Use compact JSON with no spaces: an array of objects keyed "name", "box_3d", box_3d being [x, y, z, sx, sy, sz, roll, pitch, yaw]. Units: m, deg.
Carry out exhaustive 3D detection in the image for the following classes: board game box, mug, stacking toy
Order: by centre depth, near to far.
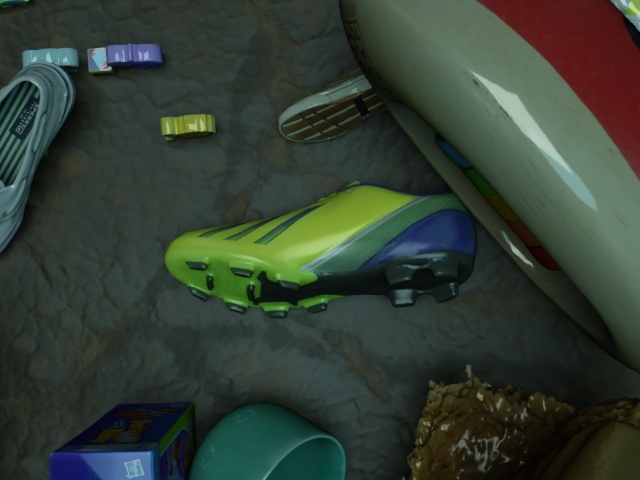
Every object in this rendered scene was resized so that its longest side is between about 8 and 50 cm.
[{"name":"board game box","box_3d":[-0.153,0.327,0.791,0.078,0.233,0.347,-2,89,0]},{"name":"mug","box_3d":[-0.059,0.224,0.847,0.097,0.129,0.157,25,98,37]},{"name":"stacking toy","box_3d":[-0.217,-0.171,0.890,0.221,0.052,0.167,-6,89,0]}]

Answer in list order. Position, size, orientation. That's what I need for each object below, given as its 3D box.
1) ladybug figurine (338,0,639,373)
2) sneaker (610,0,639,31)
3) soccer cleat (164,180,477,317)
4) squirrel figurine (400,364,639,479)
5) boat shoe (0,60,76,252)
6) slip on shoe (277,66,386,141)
[{"name":"ladybug figurine","box_3d":[0.192,-0.078,0.751,0.162,0.305,0.449,-42,109,2]},{"name":"sneaker","box_3d":[0.321,-0.167,0.800,0.126,0.091,0.240,-43,101,-8]},{"name":"soccer cleat","box_3d":[0.001,0.001,0.884,0.289,0.093,0.121,-2,59,4]},{"name":"squirrel figurine","box_3d":[0.135,0.280,0.738,0.370,0.397,0.281,-30,100,31]},{"name":"boat shoe","box_3d":[-0.304,-0.064,0.852,0.083,0.076,0.226,29,105,-1]},{"name":"slip on shoe","box_3d":[0.022,-0.137,0.897,0.135,0.051,0.041,-24,49,7]}]
